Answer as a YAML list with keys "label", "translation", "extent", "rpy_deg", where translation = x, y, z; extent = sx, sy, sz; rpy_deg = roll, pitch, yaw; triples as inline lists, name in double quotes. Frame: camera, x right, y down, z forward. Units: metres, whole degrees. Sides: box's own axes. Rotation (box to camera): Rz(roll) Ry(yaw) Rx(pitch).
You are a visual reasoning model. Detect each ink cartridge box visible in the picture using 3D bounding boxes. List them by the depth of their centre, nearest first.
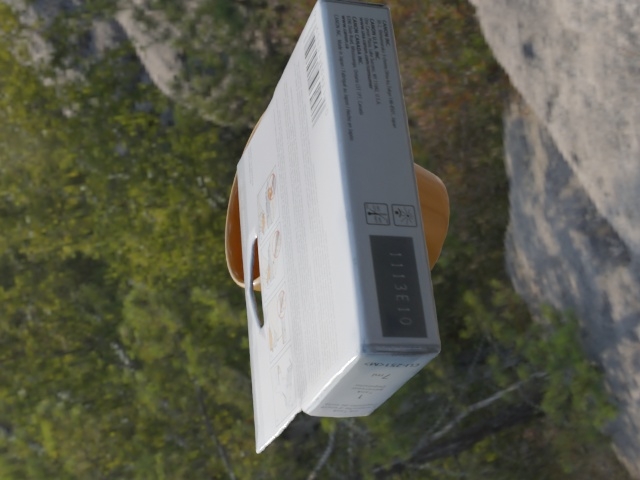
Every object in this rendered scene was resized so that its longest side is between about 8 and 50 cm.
- label: "ink cartridge box"
  translation: [0.000, 0.000, 0.774]
  extent: [0.239, 0.060, 0.275]
  rpy_deg: [124, 145, -58]

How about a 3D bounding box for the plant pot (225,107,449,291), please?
- label: "plant pot"
  translation: [0.024, -0.031, 1.083]
  extent: [0.205, 0.187, 0.205]
  rpy_deg: [-42, 41, 51]
